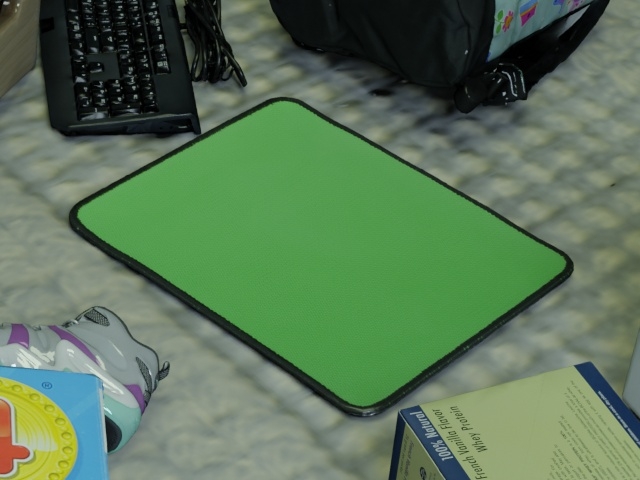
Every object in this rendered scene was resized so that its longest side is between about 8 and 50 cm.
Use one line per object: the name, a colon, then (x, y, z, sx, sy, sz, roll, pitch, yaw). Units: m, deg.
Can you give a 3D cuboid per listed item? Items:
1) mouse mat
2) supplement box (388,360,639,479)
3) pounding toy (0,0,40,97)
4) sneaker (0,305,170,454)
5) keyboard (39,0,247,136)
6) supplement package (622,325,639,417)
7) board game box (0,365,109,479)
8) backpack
mouse mat: (0.000, 0.000, 0.847, 0.190, 0.007, 0.152, 31, 45, 31)
supplement box: (0.080, 0.099, 0.688, 0.083, 0.056, 0.083, -12, 41, -22)
pounding toy: (-0.194, -0.115, 0.871, 0.130, 0.100, 0.141, 10, 24, 7)
sneaker: (-0.108, 0.044, 0.756, 0.098, 0.038, 0.069, 24, 39, 8)
keyboard: (-0.095, -0.122, 0.967, 0.100, 0.038, 0.192, -3, 39, -11)
supplement package: (0.245, 0.067, 0.681, 0.134, 0.139, 0.244, -15, 42, -26)
board game box: (-0.207, 0.155, 0.517, 0.308, 0.086, 0.302, 6, 37, -16)
backpack: (0.080, -0.153, 0.965, 0.152, 0.115, 0.182, 30, 42, 32)
